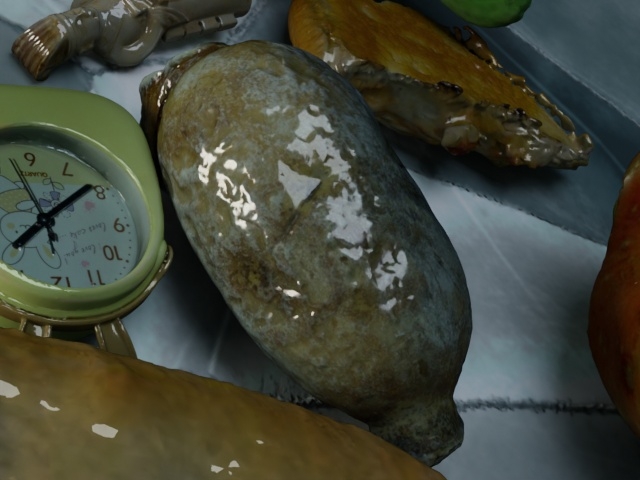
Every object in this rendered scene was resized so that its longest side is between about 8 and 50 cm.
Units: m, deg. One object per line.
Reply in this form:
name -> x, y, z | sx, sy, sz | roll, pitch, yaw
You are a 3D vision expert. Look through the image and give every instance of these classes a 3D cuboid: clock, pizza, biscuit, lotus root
clock -> -0.184, 0.002, 1.089 | 0.170, 0.069, 0.232 | 3, 54, -33
pizza -> 0.099, -0.129, 1.387 | 0.297, 0.071, 0.189 | 15, 30, -28
biscuit -> -0.030, 0.275, 0.929 | 0.446, 0.104, 0.429 | 18, 47, -20
lotus root -> 0.002, -0.002, 1.138 | 0.175, 0.175, 0.349 | -21, 71, -43

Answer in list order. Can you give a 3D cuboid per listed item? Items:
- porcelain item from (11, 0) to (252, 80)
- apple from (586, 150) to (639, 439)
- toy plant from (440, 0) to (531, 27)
porcelain item -> -0.147, -0.179, 1.279 | 0.084, 0.054, 0.213 | 48, 45, 13
apple -> 0.378, 0.055, 1.224 | 0.340, 0.339, 0.339 | 18, 46, -20
toy plant -> 0.018, -0.352, 1.415 | 0.356, 0.210, 0.317 | 12, 39, -30
